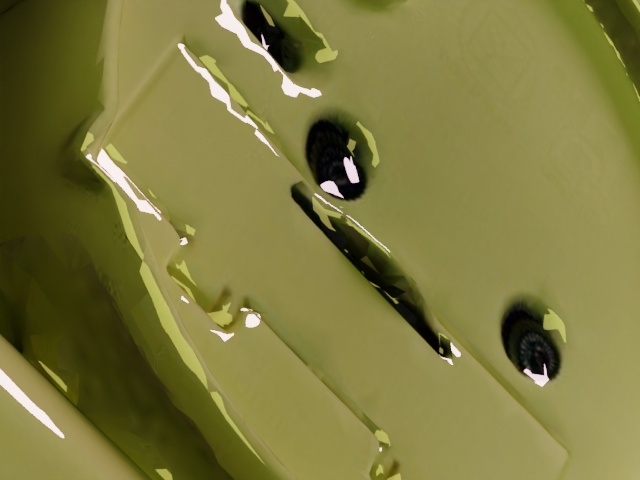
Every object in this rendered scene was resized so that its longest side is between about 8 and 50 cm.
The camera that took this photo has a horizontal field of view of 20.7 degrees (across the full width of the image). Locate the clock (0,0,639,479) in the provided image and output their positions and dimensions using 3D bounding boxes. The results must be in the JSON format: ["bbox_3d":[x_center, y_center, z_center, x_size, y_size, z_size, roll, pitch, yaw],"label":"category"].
[{"bbox_3d":[0.000,0.000,0.498,0.286,0.117,0.348,46,49,-18],"label":"clock"}]
